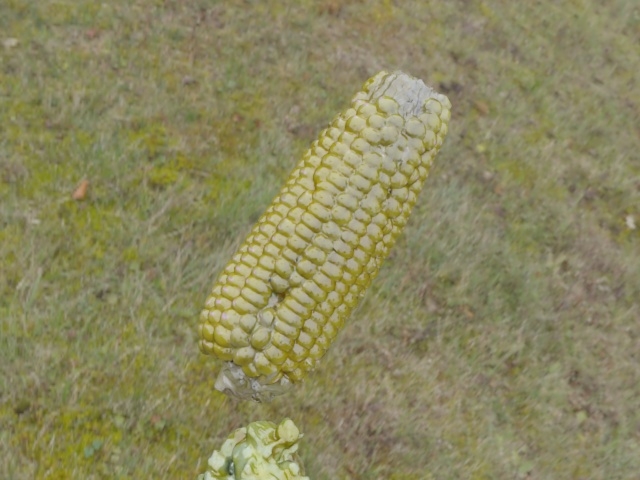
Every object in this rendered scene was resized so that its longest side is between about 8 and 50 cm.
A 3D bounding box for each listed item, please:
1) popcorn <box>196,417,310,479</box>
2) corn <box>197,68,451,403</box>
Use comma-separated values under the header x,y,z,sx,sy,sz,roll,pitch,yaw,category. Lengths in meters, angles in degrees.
x,y,z,sx,sy,sz,roll,pitch,yaw,category
-0.100,0.401,1.704,0.167,0.187,0.186,35,61,-38,popcorn
0.000,0.000,0.923,0.130,0.130,0.347,31,91,5,corn
